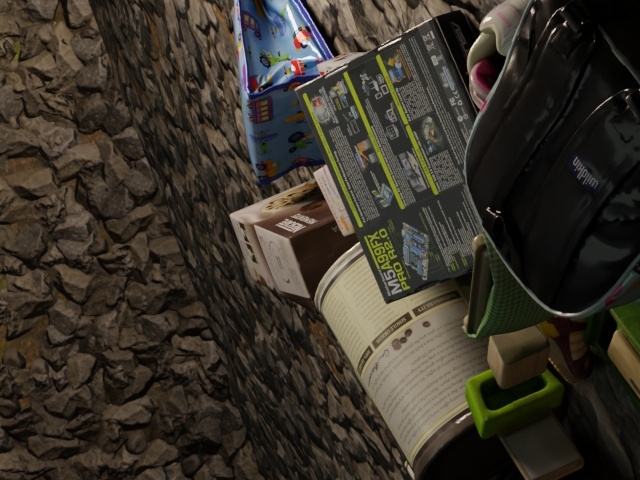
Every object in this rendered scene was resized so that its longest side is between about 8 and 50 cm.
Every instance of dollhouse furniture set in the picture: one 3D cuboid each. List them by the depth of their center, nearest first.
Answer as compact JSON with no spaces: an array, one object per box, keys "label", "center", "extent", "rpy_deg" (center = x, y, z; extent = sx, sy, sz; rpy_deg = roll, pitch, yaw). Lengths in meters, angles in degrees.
[{"label":"dollhouse furniture set","center":[0.253,0.097,1.475],"extent":[0.151,0.197,0.301],"rpy_deg":[59,164,32]}]

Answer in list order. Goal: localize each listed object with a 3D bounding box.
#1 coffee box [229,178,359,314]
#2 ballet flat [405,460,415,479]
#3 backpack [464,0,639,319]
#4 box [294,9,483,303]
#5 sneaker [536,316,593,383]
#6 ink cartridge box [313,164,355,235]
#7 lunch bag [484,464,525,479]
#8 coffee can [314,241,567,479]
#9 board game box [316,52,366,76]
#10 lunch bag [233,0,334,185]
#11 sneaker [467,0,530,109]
[{"label":"coffee box","center":[0.000,0.000,2.277],"extent":[0.119,0.168,0.297],"rpy_deg":[70,165,-14]},{"label":"ballet flat","center":[0.168,0.286,2.236],"extent":[0.107,0.106,0.316],"rpy_deg":[48,157,51]},{"label":"backpack","center":[0.234,-0.069,1.260],"extent":[0.225,0.191,0.253],"rpy_deg":[58,140,28]},{"label":"box","center":[0.113,-0.088,1.743],"extent":[0.216,0.060,0.270],"rpy_deg":[-24,89,40]},{"label":"sneaker","center":[0.271,0.091,1.676],"extent":[0.185,0.084,0.069],"rpy_deg":[42,-163,-55]},{"label":"ink cartridge box","center":[0.060,-0.066,1.909],"extent":[0.092,0.090,0.143],"rpy_deg":[65,165,0]},{"label":"lunch bag","center":[0.225,0.360,2.034],"extent":[0.090,0.176,0.219],"rpy_deg":[9,127,29]},{"label":"coffee can","center":[0.142,0.138,1.918],"extent":[0.275,0.201,0.201],"rpy_deg":[59,163,28]},{"label":"board game box","center":[0.096,-0.136,1.960],"extent":[0.193,0.053,0.305],"rpy_deg":[69,165,-13]},{"label":"lunch bag","center":[-0.074,-0.268,2.257],"extent":[0.221,0.138,0.293],"rpy_deg":[87,165,-59]},{"label":"sneaker","center":[0.189,-0.148,1.498],"extent":[0.103,0.111,0.252],"rpy_deg":[55,161,38]}]
